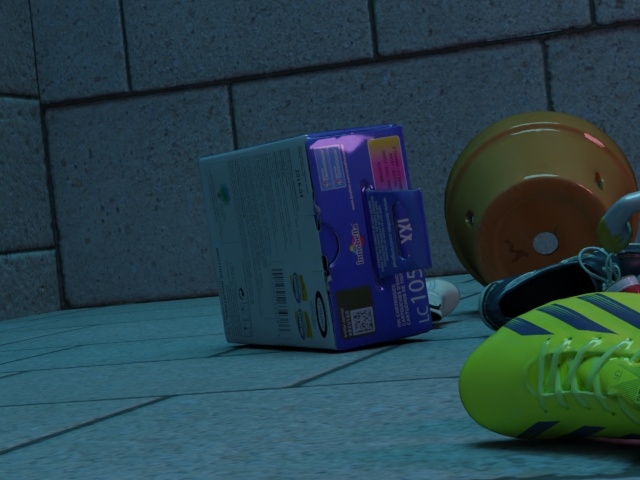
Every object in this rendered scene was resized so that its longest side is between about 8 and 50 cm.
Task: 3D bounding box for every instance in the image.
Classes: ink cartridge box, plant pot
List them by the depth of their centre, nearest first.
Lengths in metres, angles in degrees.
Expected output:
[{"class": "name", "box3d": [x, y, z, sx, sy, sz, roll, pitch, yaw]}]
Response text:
[{"class": "ink cartridge box", "box3d": [0.000, 0.000, 1.927, 0.151, 0.270, 0.395, -10, 2, -26]}, {"class": "plant pot", "box3d": [0.323, -0.023, 2.159, 0.290, 0.291, 0.203, -6, 17, 7]}]

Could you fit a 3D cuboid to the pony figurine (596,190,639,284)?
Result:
[{"class": "pony figurine", "box3d": [0.474, -0.043, 1.576, 0.351, 0.303, 0.363, -6, -29, -21]}]

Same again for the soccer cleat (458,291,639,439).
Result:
[{"class": "soccer cleat", "box3d": [0.199, 0.081, 0.902, 0.289, 0.093, 0.121, -6, 6, 36]}]

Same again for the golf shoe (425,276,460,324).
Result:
[{"class": "golf shoe", "box3d": [0.144, 0.098, 2.046, 0.176, 0.069, 0.086, -11, 24, -43]}]

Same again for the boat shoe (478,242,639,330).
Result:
[{"class": "boat shoe", "box3d": [0.317, 0.056, 1.798, 0.254, 0.095, 0.079, -7, -1, -8]}]

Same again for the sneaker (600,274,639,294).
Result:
[{"class": "sneaker", "box3d": [0.302, 0.093, 1.550, 0.042, 0.067, 0.118, -9, -28, -30]}]
